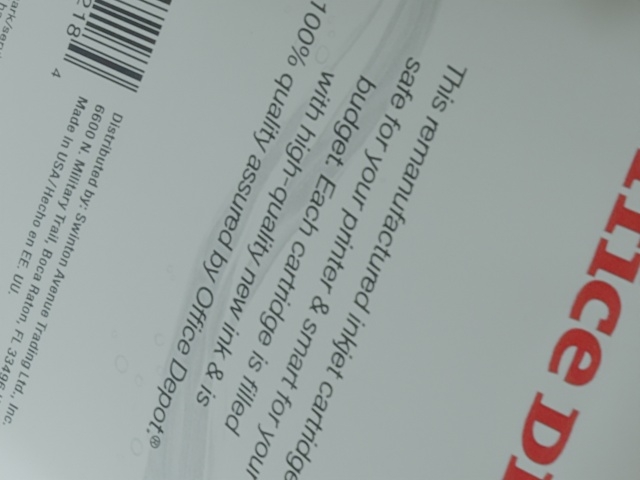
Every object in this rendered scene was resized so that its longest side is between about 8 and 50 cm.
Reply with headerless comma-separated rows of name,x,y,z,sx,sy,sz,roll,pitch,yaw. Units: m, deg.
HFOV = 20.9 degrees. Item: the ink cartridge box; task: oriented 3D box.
ink cartridge box,0.000,0.000,0.492,0.273,0.115,0.198,26,98,30
